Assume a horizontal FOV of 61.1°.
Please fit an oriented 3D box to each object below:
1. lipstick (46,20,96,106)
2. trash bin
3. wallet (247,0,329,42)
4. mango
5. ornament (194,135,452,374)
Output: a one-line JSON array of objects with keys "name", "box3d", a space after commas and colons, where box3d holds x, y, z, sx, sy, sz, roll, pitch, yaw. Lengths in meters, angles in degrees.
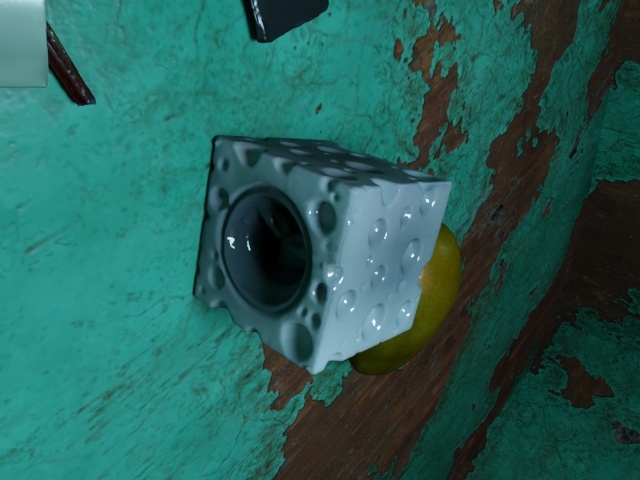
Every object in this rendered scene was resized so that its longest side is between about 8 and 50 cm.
[{"name": "lipstick", "box3d": [-0.263, -0.198, 0.502, 0.027, 0.027, 0.176, -47, 142, -23]}, {"name": "trash bin", "box3d": [-0.291, -0.178, 0.425, 0.130, 0.059, 0.116, -11, 128, -37]}, {"name": "wallet", "box3d": [-0.058, -0.389, 0.639, 0.146, 0.030, 0.285, -44, 139, -31]}, {"name": "mango", "box3d": [0.135, 0.105, 1.024, 0.264, 0.221, 0.378, -44, 151, -43]}, {"name": "ornament", "box3d": [0.000, 0.000, 0.765, 0.240, 0.240, 0.239, -10, 118, -50]}]
